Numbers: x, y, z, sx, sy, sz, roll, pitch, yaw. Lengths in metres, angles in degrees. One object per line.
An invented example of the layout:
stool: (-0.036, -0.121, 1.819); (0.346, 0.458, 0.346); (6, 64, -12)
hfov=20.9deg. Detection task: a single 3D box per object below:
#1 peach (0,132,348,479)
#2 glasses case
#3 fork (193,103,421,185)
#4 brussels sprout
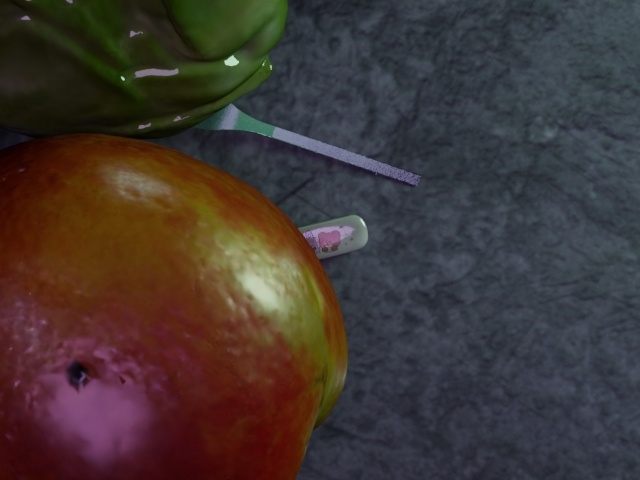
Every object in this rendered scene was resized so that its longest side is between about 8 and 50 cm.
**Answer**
peach: (-0.176, 0.098, 1.339); (0.388, 0.388, 0.388); (0, 96, -2)
glasses case: (0.000, 0.000, 1.502); (0.083, 0.021, 0.032); (-14, 98, 0)
fork: (-0.024, -0.090, 1.492); (0.235, 0.021, 0.039); (18, 99, -4)
brussels sprout: (-0.169, -0.225, 1.354); (0.328, 0.247, 0.328); (-11, 116, -24)
